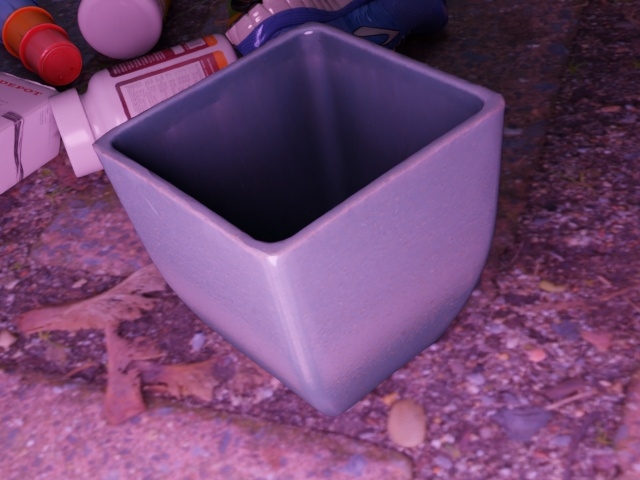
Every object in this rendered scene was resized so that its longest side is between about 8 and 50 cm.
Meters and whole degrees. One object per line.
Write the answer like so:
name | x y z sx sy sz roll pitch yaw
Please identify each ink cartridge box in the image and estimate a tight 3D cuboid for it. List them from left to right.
ink cartridge box | -0.427 -0.119 1.287 0.160 0.092 0.219 19 32 14

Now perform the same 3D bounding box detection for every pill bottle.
pill bottle | -0.272 -0.359 1.584 0.117 0.117 0.215 -6 39 8
pill bottle | -0.200 -0.157 1.309 0.221 0.121 0.121 -20 39 -10

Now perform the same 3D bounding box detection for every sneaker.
sneaker | 0.039 -0.237 1.358 0.330 0.147 0.130 -22 -2 -37

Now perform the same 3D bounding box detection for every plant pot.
plant pot | 0.000 0.000 0.953 0.248 0.252 0.247 -35 43 -25

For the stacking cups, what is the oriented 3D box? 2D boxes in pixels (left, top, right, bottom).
stacking cups | -0.436 -0.316 1.591 0.096 0.096 0.316 -28 40 -19

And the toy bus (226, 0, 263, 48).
toy bus | -0.057 -0.325 1.494 0.191 0.104 0.202 0 39 16
